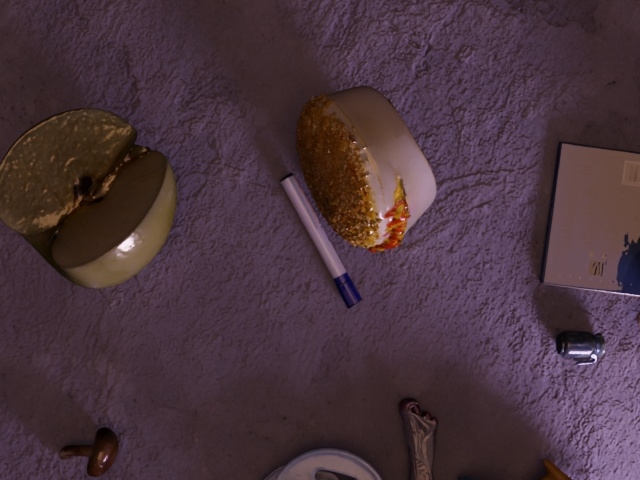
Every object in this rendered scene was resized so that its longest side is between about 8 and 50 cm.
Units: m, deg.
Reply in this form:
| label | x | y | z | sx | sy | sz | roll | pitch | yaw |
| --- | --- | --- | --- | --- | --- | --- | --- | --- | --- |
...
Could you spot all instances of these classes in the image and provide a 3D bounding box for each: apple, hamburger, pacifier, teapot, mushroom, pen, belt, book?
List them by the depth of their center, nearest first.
| label | x | y | z | sx | sy | sz | roll | pitch | yaw |
| --- | --- | --- | --- | --- | --- | --- | --- | --- | --- |
| apple | -0.387 | -0.065 | 1.661 | 0.295 | 0.233 | 0.257 | 38 | 74 | 8 |
| hamburger | 0.064 | -0.120 | 1.661 | 0.179 | 0.276 | 0.294 | -30 | 87 | -13 |
| pacifier | -0.011 | 0.512 | 1.675 | 0.244 | 0.233 | 0.299 | 13 | 88 | 0 |
| mushroom | -0.409 | 0.380 | 1.742 | 0.130 | 0.073 | 0.088 | -11 | 66 | 35 |
| belt | 0.185 | 0.404 | 1.774 | 0.071 | 0.053 | 0.231 | -4 | 90 | 5 |
| pen | 0.001 | 0.000 | 1.777 | 0.033 | 0.033 | 0.269 | -28 | 90 | -2 |
| teapot | 0.479 | 0.199 | 1.788 | 0.083 | 0.049 | 0.063 | 2 | 90 | -3 |
| book | 0.519 | -0.039 | 1.804 | 0.191 | 0.025 | 0.269 | 8 | 90 | -1 |

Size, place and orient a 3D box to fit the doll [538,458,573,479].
| label | x | y | z | sx | sy | sz | roll | pitch | yaw |
| --- | --- | --- | --- | --- | --- | --- | --- | --- | --- |
| doll | 0.402 | 0.548 | 1.726 | 0.167 | 0.162 | 0.269 | 36 | 86 | -15 |

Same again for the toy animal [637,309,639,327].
| label | x | y | z | sx | sy | sz | roll | pitch | yaw |
| --- | --- | --- | --- | --- | --- | --- | --- | --- | --- |
| toy animal | 0.702 | 0.136 | 1.730 | 0.247 | 0.277 | 0.345 | 10 | 78 | 26 |

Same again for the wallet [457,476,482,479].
| label | x | y | z | sx | sy | sz | roll | pitch | yaw |
| --- | --- | --- | --- | --- | --- | --- | --- | --- | --- |
| wallet | 0.268 | 0.521 | 1.709 | 0.059 | 0.141 | 0.202 | 38 | 65 | -30 |
